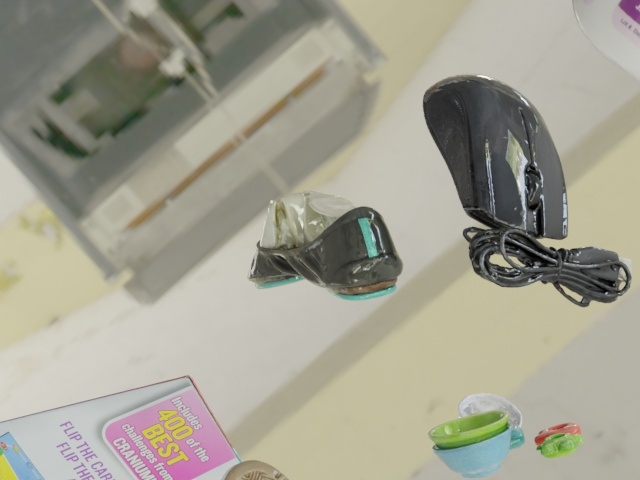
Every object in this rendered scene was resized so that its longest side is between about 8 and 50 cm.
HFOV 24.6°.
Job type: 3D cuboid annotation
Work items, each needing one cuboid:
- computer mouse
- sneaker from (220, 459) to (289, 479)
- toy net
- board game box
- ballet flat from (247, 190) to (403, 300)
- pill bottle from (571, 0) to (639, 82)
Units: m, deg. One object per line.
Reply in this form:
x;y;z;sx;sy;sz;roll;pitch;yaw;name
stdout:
0.185;-0.068;1.366;0.072;0.188;0.272;-51;-136;34;computer mouse
-0.017;0.149;0.629;0.042;0.118;0.067;-28;-178;-23;sneaker
0.153;0.156;1.258;0.122;0.045;0.232;-17;-178;2;toy net
-0.174;0.226;0.952;0.316;0.242;0.064;-11;139;-33;board game box
0.000;0.000;1.417;0.095;0.096;0.280;-15;-174;-25;ballet flat
0.336;-0.263;1.124;0.301;0.169;0.169;-60;-176;32;pill bottle
